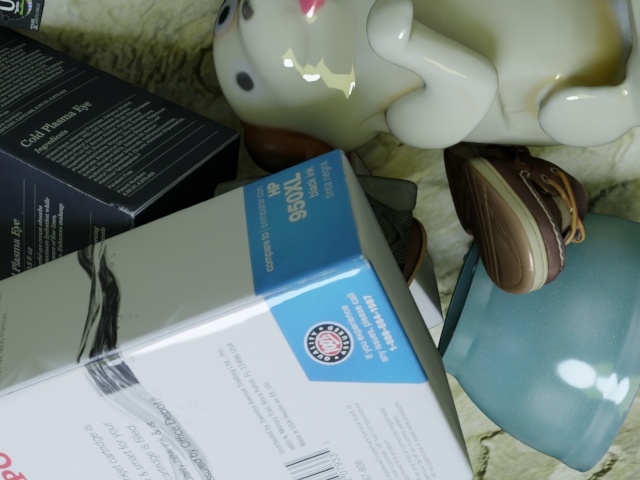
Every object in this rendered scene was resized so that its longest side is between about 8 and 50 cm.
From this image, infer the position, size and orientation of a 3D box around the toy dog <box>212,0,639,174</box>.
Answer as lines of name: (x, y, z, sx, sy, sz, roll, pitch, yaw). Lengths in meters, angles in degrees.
toy dog: (0.100, -0.206, 1.265, 0.408, 0.284, 0.395, -7, 174, 1)

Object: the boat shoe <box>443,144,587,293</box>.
boat shoe: (0.212, -0.040, 1.349, 0.123, 0.342, 0.123, -13, 103, 0)

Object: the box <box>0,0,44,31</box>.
box: (-0.301, -0.258, 1.302, 0.062, 0.052, 0.083, 7, 129, -10)

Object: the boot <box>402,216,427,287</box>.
boot: (-0.016, 0.038, 1.322, 0.248, 0.090, 0.207, -39, 152, 5)

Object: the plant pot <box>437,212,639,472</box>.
plant pot: (0.246, 0.091, 1.496, 0.196, 0.293, 0.293, 18, 127, 0)

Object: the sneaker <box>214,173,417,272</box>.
sneaker: (0.000, 0.000, 1.222, 0.087, 0.130, 0.228, -1, 175, 44)

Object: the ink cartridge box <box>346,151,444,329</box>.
ink cartridge box: (-0.031, 0.054, 1.532, 0.283, 0.117, 0.207, -26, 126, 16)

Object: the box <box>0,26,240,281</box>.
box: (-0.268, 0.004, 1.349, 0.313, 0.179, 0.343, 25, 131, 19)

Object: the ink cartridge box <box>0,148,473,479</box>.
ink cartridge box: (-0.104, 0.133, 1.160, 0.395, 0.166, 0.285, -21, 128, 8)
